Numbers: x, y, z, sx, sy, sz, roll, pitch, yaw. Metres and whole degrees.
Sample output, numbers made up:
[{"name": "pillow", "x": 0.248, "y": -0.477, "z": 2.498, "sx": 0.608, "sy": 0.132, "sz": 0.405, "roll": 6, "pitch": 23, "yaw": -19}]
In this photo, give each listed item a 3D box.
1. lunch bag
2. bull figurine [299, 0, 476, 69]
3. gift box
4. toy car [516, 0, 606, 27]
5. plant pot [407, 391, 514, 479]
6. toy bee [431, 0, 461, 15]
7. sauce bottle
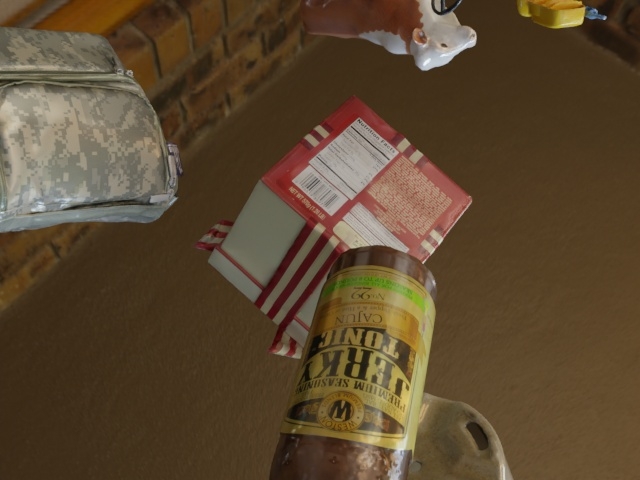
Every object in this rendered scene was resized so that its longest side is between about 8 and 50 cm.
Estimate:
[{"name": "lunch bag", "x": -0.360, "y": -0.125, "z": 1.061, "sx": 0.305, "sy": 0.212, "sz": 0.256, "roll": -10, "pitch": -120, "yaw": -51}, {"name": "bull figurine", "x": 0.091, "y": -0.335, "z": 1.091, "sx": 0.310, "sy": 0.101, "sz": 0.188, "roll": 23, "pitch": -94, "yaw": 44}, {"name": "gift box", "x": 0.000, "y": 0.000, "z": 1.097, "sx": 0.255, "sy": 0.258, "sz": 0.276, "roll": 45, "pitch": -126, "yaw": 6}, {"name": "toy car", "x": 0.142, "y": -0.071, "z": 0.362, "sx": 0.122, "sy": 0.060, "sz": 0.040, "roll": 5, "pitch": -154, "yaw": -18}, {"name": "plant pot", "x": 0.148, "y": 0.386, "z": 1.091, "sx": 0.334, "sy": 0.305, "sz": 0.333, "roll": -10, "pitch": -141, "yaw": 8}, {"name": "toy bee", "x": 0.209, "y": -0.361, "z": 0.824, "sx": 0.162, "sy": 0.298, "sz": 0.195, "roll": 12, "pitch": -163, "yaw": -24}, {"name": "sauce bottle", "x": 0.024, "y": 0.153, "z": 0.646, "sx": 0.112, "sy": 0.111, "sz": 0.344, "roll": 13, "pitch": -135, "yaw": 3}]
